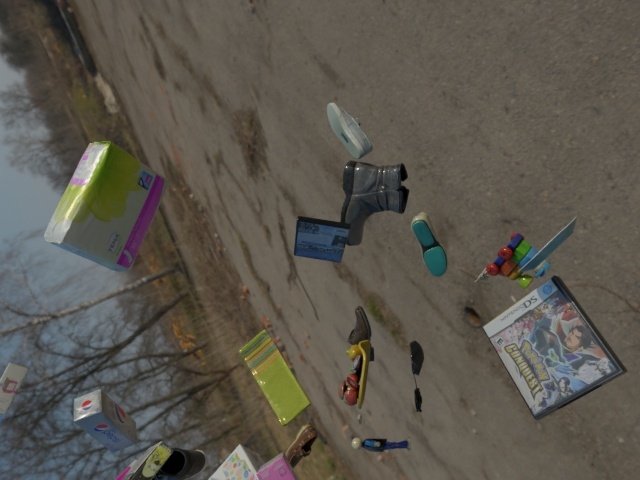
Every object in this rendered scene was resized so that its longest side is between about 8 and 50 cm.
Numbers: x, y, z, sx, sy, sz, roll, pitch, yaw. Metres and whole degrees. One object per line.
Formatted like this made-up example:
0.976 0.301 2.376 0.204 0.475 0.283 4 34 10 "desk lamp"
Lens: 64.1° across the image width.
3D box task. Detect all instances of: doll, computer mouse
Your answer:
0.197 0.668 1.671 0.129 0.189 0.046 87 -178 -62 "doll"
0.292 0.398 1.514 0.242 0.041 0.071 -85 -13 -46 "computer mouse"

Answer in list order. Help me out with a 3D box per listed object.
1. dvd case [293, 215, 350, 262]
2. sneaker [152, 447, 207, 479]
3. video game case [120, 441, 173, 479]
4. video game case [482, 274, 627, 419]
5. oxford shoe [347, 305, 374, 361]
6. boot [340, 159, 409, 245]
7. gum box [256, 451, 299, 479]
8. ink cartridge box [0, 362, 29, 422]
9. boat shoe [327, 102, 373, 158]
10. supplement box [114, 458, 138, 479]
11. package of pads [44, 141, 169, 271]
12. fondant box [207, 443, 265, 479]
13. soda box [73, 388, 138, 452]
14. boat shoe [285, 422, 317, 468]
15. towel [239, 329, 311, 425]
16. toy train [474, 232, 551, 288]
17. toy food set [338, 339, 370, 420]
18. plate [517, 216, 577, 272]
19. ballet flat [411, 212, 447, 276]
0.000 0.000 1.800 0.253 0.181 0.022 100 179 -60 "dvd case"
-0.505 0.714 1.554 0.104 0.296 0.146 61 174 32 "sneaker"
-0.437 0.565 1.164 0.042 0.210 0.232 41 145 -2 "video game case"
0.574 0.269 1.293 0.248 0.035 0.274 -46 48 30 "video game case"
0.151 0.370 2.003 0.083 0.096 0.227 -168 71 -85 "oxford shoe"
0.193 -0.114 1.810 0.223 0.118 0.337 11 122 22 "boot"
-0.076 0.506 1.056 0.107 0.062 0.188 57 167 15 "gum box"
-0.786 0.380 1.275 0.088 0.052 0.122 -41 28 42 "ink cartridge box"
0.103 -0.387 1.776 0.227 0.081 0.079 59 155 12 "boat shoe"
-0.589 0.874 1.767 0.220 0.111 0.113 18 118 18 "supplement box"
-0.558 -0.088 1.352 0.101 0.296 0.229 8 162 34 "package of pads"
-0.196 0.740 1.321 0.096 0.238 0.330 45 174 -41 "fondant box"
-0.745 0.635 1.788 0.286 0.098 0.091 75 172 -47 "soda box"
-0.066 0.704 1.726 0.060 0.064 0.177 37 104 41 "boat shoe"
-0.123 0.353 1.330 0.237 0.102 0.021 53 -164 28 "towel"
0.602 0.102 1.610 0.143 0.105 0.248 38 143 16 "toy train"
0.085 0.370 1.355 0.128 0.071 0.217 67 -149 -71 "toy food set"
0.551 0.018 1.228 0.024 0.188 0.188 46 158 17 "plate"
0.385 0.010 1.791 0.086 0.086 0.248 30 148 61 "ballet flat"
